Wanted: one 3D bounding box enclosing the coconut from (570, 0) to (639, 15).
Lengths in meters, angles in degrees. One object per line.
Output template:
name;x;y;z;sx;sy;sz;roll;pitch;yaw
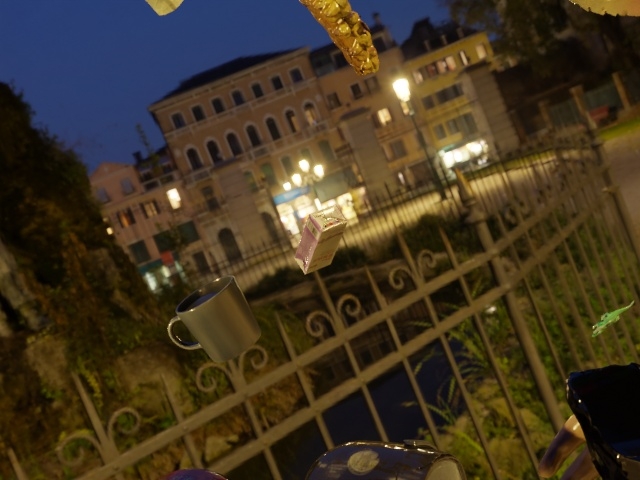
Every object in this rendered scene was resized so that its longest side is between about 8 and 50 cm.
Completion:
coconut;0.248;-0.323;0.522;0.233;0.233;0.245;-21;-23;14

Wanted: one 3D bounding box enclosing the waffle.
waffle;0.017;-0.426;1.251;0.069;0.293;0.260;-36;-25;8

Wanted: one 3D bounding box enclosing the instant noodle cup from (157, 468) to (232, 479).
instant noodle cup;-0.173;0.368;0.722;0.244;0.244;0.255;-21;2;16

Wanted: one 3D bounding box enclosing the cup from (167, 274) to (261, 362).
cup;-0.127;0.099;0.806;0.100;0.077;0.078;-28;15;6

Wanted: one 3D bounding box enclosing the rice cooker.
rice cooker;0.101;0.435;1.064;0.224;0.267;0.267;-10;9;30

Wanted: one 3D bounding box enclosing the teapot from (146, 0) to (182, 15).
teapot;-0.382;-0.606;1.502;0.077;0.200;0.107;3;59;42

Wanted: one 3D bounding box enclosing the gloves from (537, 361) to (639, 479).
gloves;0.362;0.284;0.815;0.152;0.301;0.197;-9;43;-11

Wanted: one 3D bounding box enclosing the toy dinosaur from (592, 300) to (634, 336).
toy dinosaur;0.455;0.120;1.074;0.083;0.021;0.062;-48;-21;15

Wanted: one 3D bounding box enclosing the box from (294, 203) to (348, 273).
box;0.000;0.000;1.006;0.050;0.036;0.117;-22;-27;-25
